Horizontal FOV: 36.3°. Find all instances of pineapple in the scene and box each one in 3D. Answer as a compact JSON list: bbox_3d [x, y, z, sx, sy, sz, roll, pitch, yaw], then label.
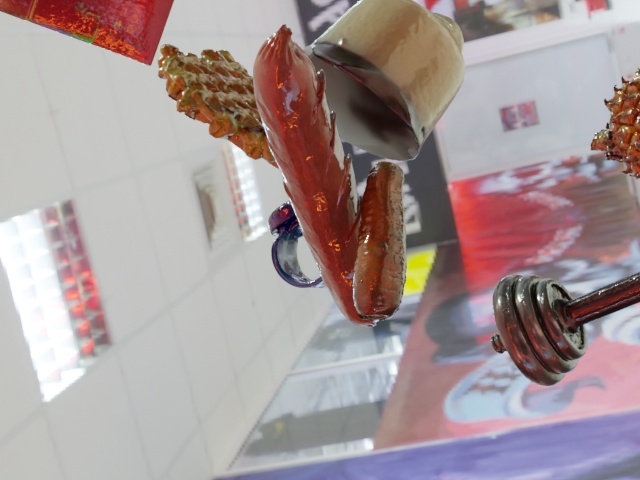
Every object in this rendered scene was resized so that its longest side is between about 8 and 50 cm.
[{"bbox_3d":[0.442,-0.150,1.357,0.176,0.136,0.161,56,-149,-36],"label":"pineapple"}]

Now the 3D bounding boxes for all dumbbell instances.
[{"bbox_3d":[0.419,0.077,1.369,0.179,0.406,0.179,38,-142,-36],"label":"dumbbell"}]

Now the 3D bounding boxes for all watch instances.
[{"bbox_3d":[-0.009,0.003,2.145,0.171,0.196,0.200,0,-117,-50],"label":"watch"}]

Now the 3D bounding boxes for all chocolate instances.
[{"bbox_3d":[0.127,-0.362,2.007,0.297,0.326,0.314,-61,15,-14],"label":"chocolate"}]

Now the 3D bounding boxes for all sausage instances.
[{"bbox_3d":[0.004,-0.058,1.123,0.088,0.088,0.433,-87,-17,-49],"label":"sausage"}]

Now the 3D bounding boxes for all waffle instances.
[{"bbox_3d":[-0.131,-0.214,1.519,0.281,0.058,0.301,36,-160,-9],"label":"waffle"}]

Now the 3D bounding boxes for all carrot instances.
[{"bbox_3d":[0.068,-0.003,1.077,0.060,0.060,0.186,50,-138,-65],"label":"carrot"}]

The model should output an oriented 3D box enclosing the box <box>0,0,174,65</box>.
[{"bbox_3d":[-0.228,-0.250,0.933,0.112,0.175,0.048,-69,21,11],"label":"box"}]
